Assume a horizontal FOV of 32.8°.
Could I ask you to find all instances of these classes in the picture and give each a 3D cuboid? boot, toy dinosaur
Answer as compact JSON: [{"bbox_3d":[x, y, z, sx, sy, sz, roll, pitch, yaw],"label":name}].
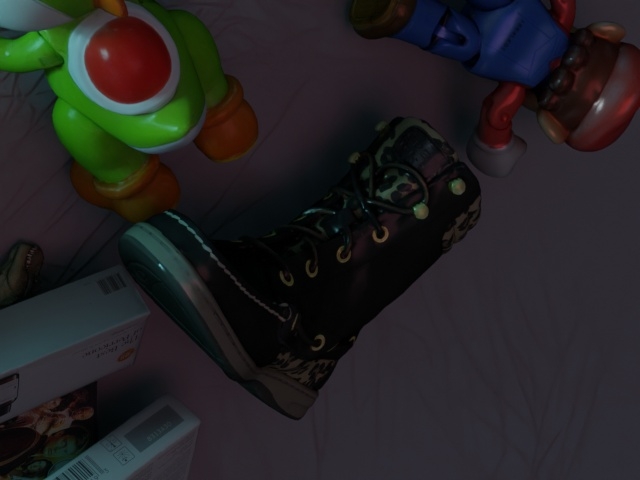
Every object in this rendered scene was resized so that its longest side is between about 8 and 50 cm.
[{"bbox_3d":[0.000,0.000,0.972,0.284,0.138,0.377,-45,151,-6],"label":"boot"},{"bbox_3d":[-0.351,0.073,0.886,0.268,0.064,0.118,-33,136,-8],"label":"toy dinosaur"}]

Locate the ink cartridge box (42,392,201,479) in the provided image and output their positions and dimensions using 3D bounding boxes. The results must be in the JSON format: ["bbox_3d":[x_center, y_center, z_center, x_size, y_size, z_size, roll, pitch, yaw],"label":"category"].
[{"bbox_3d":[-0.208,0.270,1.051,0.181,0.056,0.224,-35,155,-39],"label":"ink cartridge box"}]

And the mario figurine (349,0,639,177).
[{"bbox_3d":[0.176,-0.189,1.053,0.320,0.170,0.198,27,136,-29],"label":"mario figurine"}]

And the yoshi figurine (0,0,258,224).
[{"bbox_3d":[-0.195,-0.179,0.800,0.203,0.203,0.362,-6,147,17],"label":"yoshi figurine"}]

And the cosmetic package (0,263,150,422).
[{"bbox_3d":[-0.264,0.107,0.910,0.239,0.060,0.099,-23,158,-31],"label":"cosmetic package"}]

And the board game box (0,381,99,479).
[{"bbox_3d":[-0.292,0.231,1.023,0.165,0.042,0.243,-11,121,-27],"label":"board game box"}]
